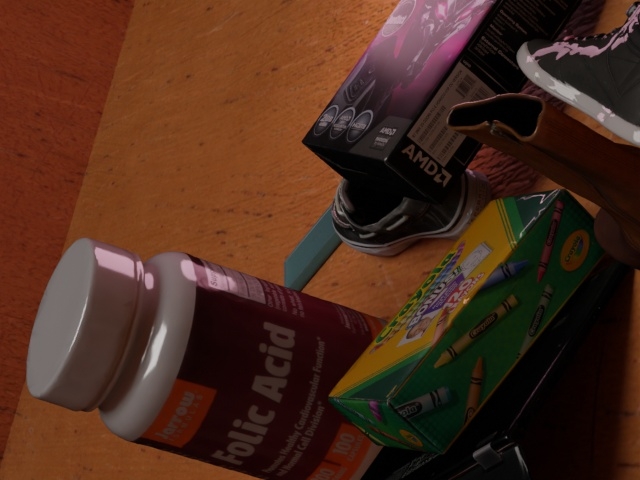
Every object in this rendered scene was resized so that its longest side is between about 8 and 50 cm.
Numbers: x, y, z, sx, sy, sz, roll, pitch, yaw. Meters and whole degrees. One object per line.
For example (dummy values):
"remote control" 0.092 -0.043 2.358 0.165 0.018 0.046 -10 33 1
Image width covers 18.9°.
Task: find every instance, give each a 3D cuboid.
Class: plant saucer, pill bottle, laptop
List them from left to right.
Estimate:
"pill bottle" -0.119 0.142 2.199 0.224 0.392 0.224 -49 31 43
"plant saucer" 0.000 0.000 2.540 0.192 0.018 0.067 -49 31 41
"laptop" 0.183 0.290 1.869 0.408 0.236 0.382 -51 7 -38

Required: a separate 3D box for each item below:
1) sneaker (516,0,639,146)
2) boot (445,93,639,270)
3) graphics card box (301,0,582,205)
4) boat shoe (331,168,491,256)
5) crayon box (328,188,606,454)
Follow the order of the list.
"sneaker" 0.301 -0.184 1.875 0.147 0.105 0.296 -65 28 10
"boot" 0.229 -0.047 1.678 0.264 0.280 0.096 18 89 68
"graphics card box" 0.154 -0.219 2.108 0.371 0.094 0.233 -56 24 -6
"boat shoe" 0.077 -0.057 2.264 0.335 0.119 0.121 -11 63 65
"crayon box" 0.146 0.079 1.890 0.278 0.081 0.165 -50 13 -15
